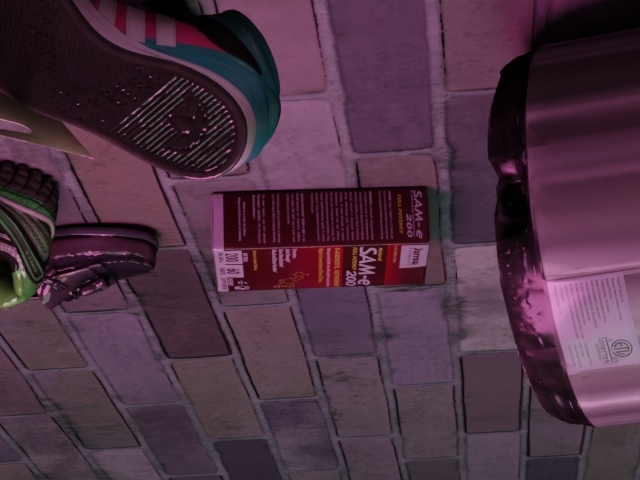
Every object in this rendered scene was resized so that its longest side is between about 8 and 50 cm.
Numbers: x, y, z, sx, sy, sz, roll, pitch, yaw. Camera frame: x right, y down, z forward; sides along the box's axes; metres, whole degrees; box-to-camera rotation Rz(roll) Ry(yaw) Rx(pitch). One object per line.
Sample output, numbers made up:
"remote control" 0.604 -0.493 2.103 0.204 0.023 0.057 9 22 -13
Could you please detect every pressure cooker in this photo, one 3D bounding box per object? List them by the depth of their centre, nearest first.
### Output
"pressure cooker" 0.389 -0.022 1.677 0.420 0.376 0.370 -9 154 19

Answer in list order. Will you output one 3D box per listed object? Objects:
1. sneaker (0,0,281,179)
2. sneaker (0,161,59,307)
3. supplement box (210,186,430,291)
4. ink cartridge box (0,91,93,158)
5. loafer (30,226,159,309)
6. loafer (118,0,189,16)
"sneaker" -0.150 -0.154 1.528 0.295 0.124 0.178 32 -161 14
"sneaker" -0.411 -0.025 1.900 0.343 0.146 0.134 18 151 -38
"supplement box" 0.000 0.000 2.091 0.239 0.073 0.130 -3 157 -1
"ink cartridge box" -0.291 -0.149 1.543 0.171 0.056 0.235 14 -166 -32
"loafer" -0.333 0.049 2.151 0.302 0.095 0.109 -5 158 7
"loafer" -0.142 -0.166 1.681 0.078 0.076 0.223 -4 153 18
